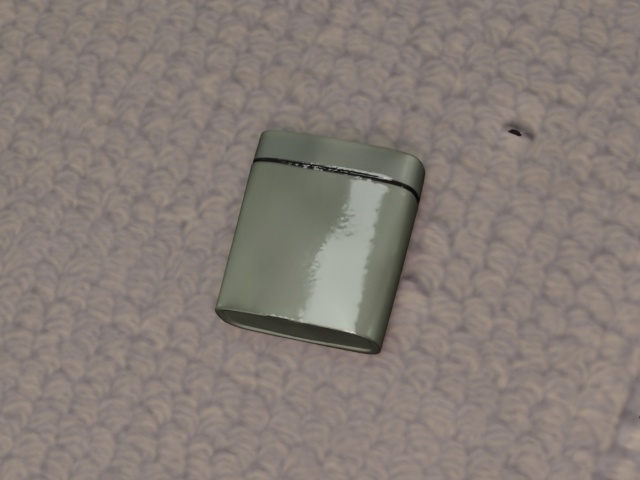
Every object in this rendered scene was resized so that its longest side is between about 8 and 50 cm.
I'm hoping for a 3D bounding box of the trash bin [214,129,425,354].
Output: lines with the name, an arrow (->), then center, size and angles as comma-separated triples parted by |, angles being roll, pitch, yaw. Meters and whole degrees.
trash bin -> 0.000, 0.000, 1.142 | 0.116, 0.059, 0.130 | 10, 74, 15
